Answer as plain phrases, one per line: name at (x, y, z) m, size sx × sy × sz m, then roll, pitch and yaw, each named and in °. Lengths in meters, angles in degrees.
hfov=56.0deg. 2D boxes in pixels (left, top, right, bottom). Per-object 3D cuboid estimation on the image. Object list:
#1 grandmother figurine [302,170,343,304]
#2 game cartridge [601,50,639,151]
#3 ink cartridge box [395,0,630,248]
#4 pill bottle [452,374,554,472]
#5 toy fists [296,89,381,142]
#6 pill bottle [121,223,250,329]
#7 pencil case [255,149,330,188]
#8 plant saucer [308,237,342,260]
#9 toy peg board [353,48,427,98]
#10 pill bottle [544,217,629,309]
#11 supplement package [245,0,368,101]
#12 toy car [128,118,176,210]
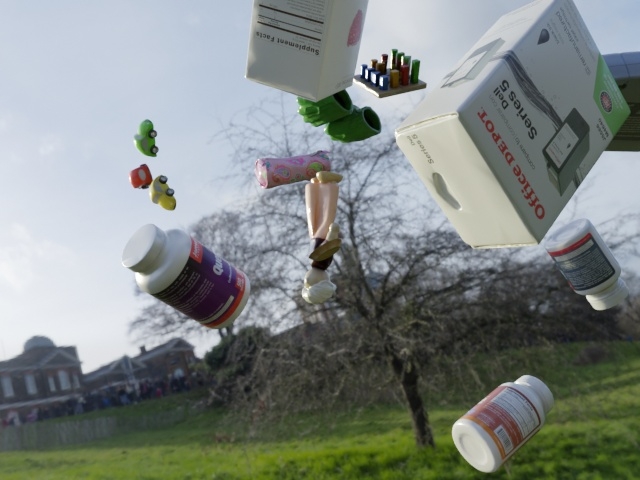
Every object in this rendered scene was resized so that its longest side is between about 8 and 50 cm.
grandmother figurine at (0.000, 0.000, 1.617) m, size 0.103 × 0.343 × 0.208 m, roll 5°, pitch -10°, yaw -4°
game cartridge at (0.487, -0.210, 0.937) m, size 0.294 × 0.060 × 0.196 m, roll -1°, pitch -20°, yaw -16°
ink cartridge box at (0.251, -0.150, 0.767) m, size 0.273 × 0.198 × 0.114 m, roll -48°, pitch 21°, yaw -25°
pill bottle at (0.391, 0.379, 1.273) m, size 0.216 × 0.121 × 0.121 m, roll -27°, pitch -11°, yaw -30°
toy fists at (0.047, -0.357, 1.703) m, size 0.142 × 0.096 × 0.279 m, roll -15°, pitch -22°, yaw 34°
pill bottle at (-0.346, 0.091, 1.565) m, size 0.181 × 0.182 × 0.323 m, roll -28°, pitch -46°, yaw 24°
pencil case at (-0.097, -0.266, 2.228) m, size 0.284 × 0.124 × 0.124 m, roll -12°, pitch -18°, yaw -25°
plant saucer at (0.014, 0.024, 1.316) m, size 0.083 × 0.015 × 0.083 m, roll -27°, pitch -16°, yaw -8°
toy peg board at (0.193, -0.479, 1.703) m, size 0.160 × 0.161 × 0.079 m, roll -17°, pitch -52°, yaw -22°
pill bottle at (0.570, 0.054, 1.282) m, size 0.108 × 0.180 × 0.108 m, roll -36°, pitch 6°, yaw 4°
supplement package at (-0.018, -0.453, 1.192) m, size 0.177 × 0.175 × 0.293 m, roll -41°, pitch -32°, yaw -53°
toy car at (-0.460, -0.207, 1.589) m, size 0.053 × 0.239 × 0.225 m, roll -19°, pitch -56°, yaw -33°
